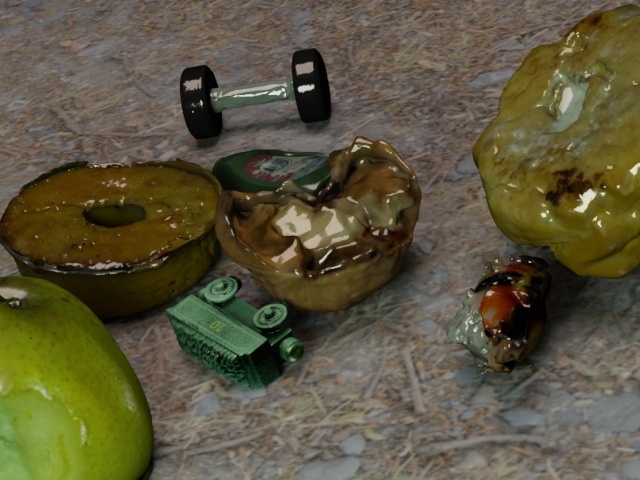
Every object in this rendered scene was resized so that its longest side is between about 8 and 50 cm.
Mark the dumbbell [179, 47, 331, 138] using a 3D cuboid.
[{"bbox_3d":[-0.087,-0.198,2.386,0.191,0.100,0.100,-8,30,8],"label":"dumbbell"}]

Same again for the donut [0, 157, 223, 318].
[{"bbox_3d":[-0.240,0.001,2.115,0.272,0.107,0.272,-6,34,4],"label":"donut"}]

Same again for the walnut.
[{"bbox_3d":[0.009,0.005,1.974,0.238,0.141,0.204,-21,42,-19],"label":"walnut"}]

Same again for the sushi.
[{"bbox_3d":[0.187,0.079,1.822,0.103,0.097,0.226,5,19,18],"label":"sushi"}]

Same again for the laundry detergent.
[{"bbox_3d":[-0.052,-0.078,2.212,0.211,0.063,0.137,11,34,39],"label":"laundry detergent"}]

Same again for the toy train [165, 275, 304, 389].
[{"bbox_3d":[-0.093,0.101,1.919,0.099,0.070,0.172,-37,38,-23],"label":"toy train"}]

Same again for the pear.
[{"bbox_3d":[-0.316,0.159,1.735,0.292,0.292,0.159,-11,21,4],"label":"pear"}]

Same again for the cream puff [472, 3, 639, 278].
[{"bbox_3d":[0.342,-0.080,1.907,0.291,0.257,0.324,-56,35,-4],"label":"cream puff"}]
